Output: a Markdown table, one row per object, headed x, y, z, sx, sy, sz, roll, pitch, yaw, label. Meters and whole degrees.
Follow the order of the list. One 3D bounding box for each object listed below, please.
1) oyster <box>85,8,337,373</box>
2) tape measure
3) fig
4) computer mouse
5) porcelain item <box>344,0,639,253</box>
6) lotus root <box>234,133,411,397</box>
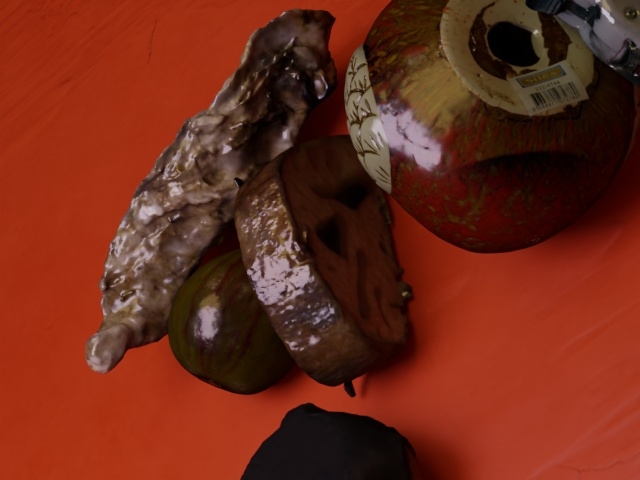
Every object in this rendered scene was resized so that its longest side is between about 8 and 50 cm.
| x | y | z | sx | sy | sz | roll | pitch | yaw | label |
| --- | --- | --- | --- | --- | --- | --- | --- | --- | --- |
| -0.099 | -0.050 | 1.576 | 0.396 | 0.111 | 0.204 | -56 | -2 | 4 | oyster |
| 0.280 | -0.284 | 1.282 | 0.330 | 0.164 | 0.084 | -55 | 2 | -22 | tape measure |
| -0.046 | 0.031 | 1.496 | 0.124 | 0.124 | 0.236 | 10 | 60 | 46 | fig |
| 0.004 | 0.285 | 1.288 | 0.183 | 0.116 | 0.323 | -23 | 47 | 34 | computer mouse |
| 0.134 | -0.093 | 1.339 | 0.253 | 0.253 | 0.253 | -22 | 54 | 33 | porcelain item |
| 0.000 | 0.000 | 1.427 | 0.074 | 0.170 | 0.261 | -31 | 54 | 32 | lotus root |
